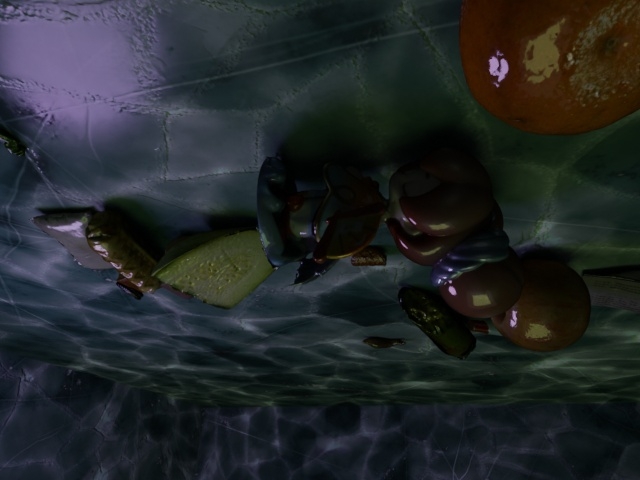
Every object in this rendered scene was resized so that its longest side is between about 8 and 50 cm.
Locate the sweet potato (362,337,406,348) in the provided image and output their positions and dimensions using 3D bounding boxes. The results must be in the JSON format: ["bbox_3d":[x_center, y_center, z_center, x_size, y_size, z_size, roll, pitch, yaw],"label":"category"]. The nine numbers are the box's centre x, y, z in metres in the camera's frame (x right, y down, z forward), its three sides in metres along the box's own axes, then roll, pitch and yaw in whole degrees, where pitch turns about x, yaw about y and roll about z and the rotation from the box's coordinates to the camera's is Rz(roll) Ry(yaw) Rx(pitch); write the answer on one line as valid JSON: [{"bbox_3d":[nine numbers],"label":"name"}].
[{"bbox_3d":[0.226,0.367,1.679,0.153,0.038,0.041,1,174,2],"label":"sweet potato"}]

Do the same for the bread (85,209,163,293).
[{"bbox_3d":[-0.434,0.027,1.066,0.087,0.098,0.269,21,156,19],"label":"bread"}]

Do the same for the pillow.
[{"bbox_3d":[-0.542,0.004,1.096,0.149,0.050,0.229,-6,151,5],"label":"pillow"}]

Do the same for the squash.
[{"bbox_3d":[-0.194,0.048,1.024,0.155,0.203,0.237,12,163,38],"label":"squash"}]

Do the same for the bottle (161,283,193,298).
[{"bbox_3d":[-0.393,0.113,1.271,0.053,0.053,0.140,-9,149,23],"label":"bottle"}]

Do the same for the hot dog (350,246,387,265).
[{"bbox_3d":[0.112,0.040,1.086,0.084,0.035,0.058,-1,151,10],"label":"hot dog"}]

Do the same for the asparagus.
[{"bbox_3d":[0.339,0.240,1.347,0.108,0.128,0.382,-42,137,6],"label":"asparagus"}]

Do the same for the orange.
[{"bbox_3d":[0.244,-0.215,0.458,0.224,0.170,0.224,-5,133,-5],"label":"orange"}]

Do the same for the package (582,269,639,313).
[{"bbox_3d":[0.766,0.123,1.132,0.251,0.062,0.204,-4,150,23],"label":"package"}]

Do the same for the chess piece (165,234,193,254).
[{"bbox_3d":[-0.322,0.061,1.133,0.094,0.094,0.170,10,155,-12],"label":"chess piece"}]

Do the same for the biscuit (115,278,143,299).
[{"bbox_3d":[-0.549,0.139,1.350,0.089,0.027,0.087,41,159,-23],"label":"biscuit"}]

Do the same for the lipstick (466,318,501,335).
[{"bbox_3d":[0.575,0.272,1.421,0.274,0.068,0.061,8,154,-8],"label":"lipstick"}]

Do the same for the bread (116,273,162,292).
[{"bbox_3d":[-0.490,0.107,1.292,0.090,0.035,0.094,-16,146,32],"label":"bread"}]

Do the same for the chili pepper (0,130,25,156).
[{"bbox_3d":[-0.535,-0.169,0.801,0.027,0.022,0.083,-37,142,3],"label":"chili pepper"}]

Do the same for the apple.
[{"bbox_3d":[0.484,0.143,1.052,0.188,0.210,0.211,2,152,0],"label":"apple"}]

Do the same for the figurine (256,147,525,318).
[{"bbox_3d":[0.112,-0.025,0.764,0.389,0.276,0.248,-4,127,10],"label":"figurine"}]
